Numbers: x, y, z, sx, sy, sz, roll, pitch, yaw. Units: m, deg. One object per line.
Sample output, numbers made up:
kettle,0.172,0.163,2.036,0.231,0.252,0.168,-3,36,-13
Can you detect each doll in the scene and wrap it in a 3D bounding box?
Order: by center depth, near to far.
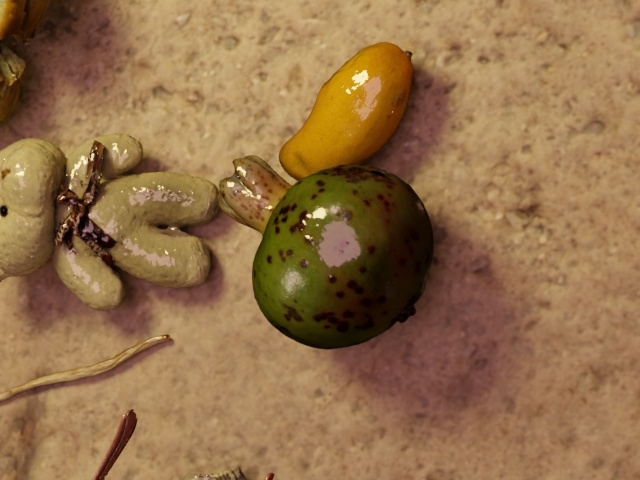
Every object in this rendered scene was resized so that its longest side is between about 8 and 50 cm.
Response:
doll,-0.250,-0.032,1.803,0.278,0.149,0.175,7,58,4

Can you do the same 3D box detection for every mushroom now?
mushroom,-0.296,0.158,1.867,0.286,0.026,0.028,-26,98,13

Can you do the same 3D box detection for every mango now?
mango,0.032,-0.130,1.745,0.190,0.075,0.098,-48,58,17

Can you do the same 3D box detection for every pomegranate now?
pomegranate,0.000,0.000,1.696,0.248,0.202,0.202,37,99,13

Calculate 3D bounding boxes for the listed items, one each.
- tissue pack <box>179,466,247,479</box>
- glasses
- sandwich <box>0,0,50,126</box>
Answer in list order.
tissue pack,-0.116,0.439,1.755,0.242,0.125,0.343,-33,78,15
glasses,-0.162,0.339,1.690,0.234,0.118,0.268,21,75,20
sandwich,-0.417,-0.266,1.814,0.249,0.095,0.273,38,129,13
